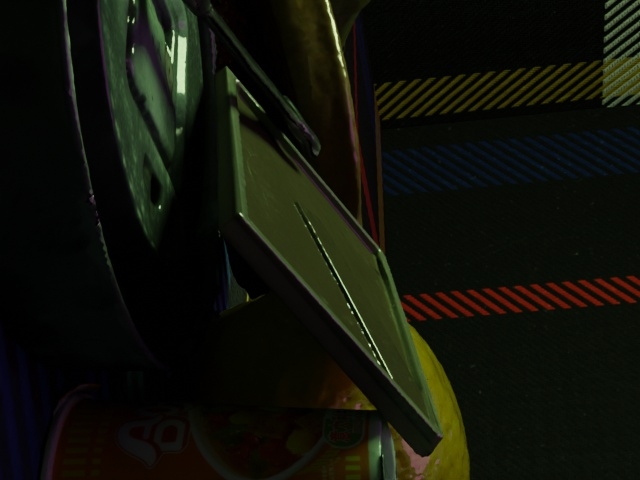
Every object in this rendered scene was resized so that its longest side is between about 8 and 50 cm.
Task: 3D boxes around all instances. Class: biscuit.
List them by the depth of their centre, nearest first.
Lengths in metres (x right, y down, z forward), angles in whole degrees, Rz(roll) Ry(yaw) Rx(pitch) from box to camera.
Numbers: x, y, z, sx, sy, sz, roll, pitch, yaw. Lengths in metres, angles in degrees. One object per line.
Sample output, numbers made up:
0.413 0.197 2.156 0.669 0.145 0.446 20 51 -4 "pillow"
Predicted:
-0.037 -0.085 1.158 0.381 0.074 0.359 104 -24 -63 "biscuit"

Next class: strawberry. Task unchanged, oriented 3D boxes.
-0.104 -0.171 1.063 0.096 0.083 0.083 43 28 -27 "strawberry"

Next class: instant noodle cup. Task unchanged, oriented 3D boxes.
-0.048 0.160 0.781 0.168 0.185 0.168 -5 90 -84 "instant noodle cup"

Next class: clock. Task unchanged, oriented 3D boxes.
-0.128 -0.111 0.791 0.386 0.076 0.386 -5 90 -83 "clock"

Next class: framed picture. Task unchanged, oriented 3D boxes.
0.000 0.000 0.842 0.189 0.023 0.260 50 12 -23 "framed picture"

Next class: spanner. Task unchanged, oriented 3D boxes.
-0.047 -0.113 0.845 0.054 0.015 0.254 54 3 25 "spanner"

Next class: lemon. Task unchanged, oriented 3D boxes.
-0.005 0.160 0.978 0.263 0.236 0.236 52 24 -30 "lemon"

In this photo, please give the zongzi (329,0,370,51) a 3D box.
-0.022 -0.333 1.303 0.251 0.125 0.274 -51 -131 47 "zongzi"
